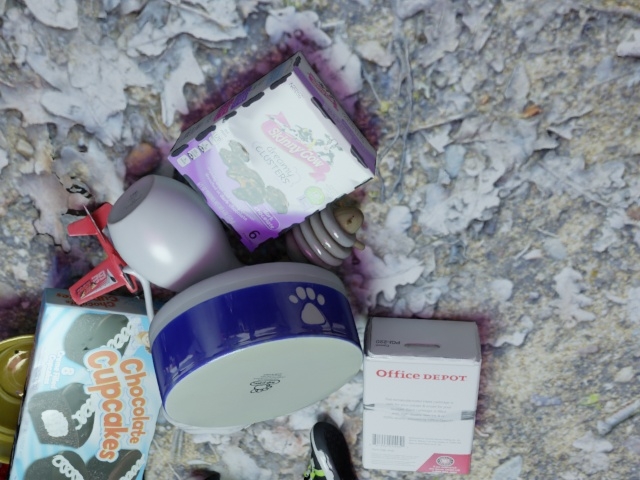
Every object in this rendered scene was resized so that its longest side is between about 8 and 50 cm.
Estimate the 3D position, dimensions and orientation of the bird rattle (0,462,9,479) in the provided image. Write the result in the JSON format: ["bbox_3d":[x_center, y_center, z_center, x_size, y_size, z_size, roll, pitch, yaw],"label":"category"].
[{"bbox_3d":[-0.550,0.461,1.413,0.207,0.143,0.253,0,120,26],"label":"bird rattle"}]

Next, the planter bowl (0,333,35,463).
[{"bbox_3d":[-0.424,0.214,1.240,0.217,0.090,0.217,-8,115,-17],"label":"planter bowl"}]

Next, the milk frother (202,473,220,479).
[{"bbox_3d":[-0.178,0.469,1.363,0.129,0.135,0.143,35,121,21],"label":"milk frother"}]

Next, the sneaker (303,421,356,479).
[{"bbox_3d":[0.002,0.385,1.320,0.097,0.084,0.235,-9,121,13],"label":"sneaker"}]

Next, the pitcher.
[{"bbox_3d":[-0.191,0.030,1.091,0.178,0.125,0.207,-39,119,7],"label":"pitcher"}]

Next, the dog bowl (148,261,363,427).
[{"bbox_3d":[-0.082,0.140,1.084,0.265,0.104,0.265,-13,150,-8],"label":"dog bowl"}]

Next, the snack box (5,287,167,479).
[{"bbox_3d":[-0.324,0.231,1.197,0.187,0.060,0.322,9,109,-23],"label":"snack box"}]

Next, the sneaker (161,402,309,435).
[{"bbox_3d":[-0.111,0.238,1.253,0.232,0.090,0.115,-8,147,2],"label":"sneaker"}]

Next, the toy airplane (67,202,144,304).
[{"bbox_3d":[-0.281,0.017,1.127,0.151,0.028,0.151,-3,98,-22],"label":"toy airplane"}]

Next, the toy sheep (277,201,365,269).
[{"bbox_3d":[0.000,0.000,1.079,0.132,0.091,0.091,-38,111,16],"label":"toy sheep"}]

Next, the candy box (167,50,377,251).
[{"bbox_3d":[-0.056,-0.104,1.027,0.196,0.070,0.165,-31,113,23],"label":"candy box"}]

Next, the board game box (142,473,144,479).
[{"bbox_3d":[-0.382,0.342,1.352,0.194,0.060,0.194,7,123,3],"label":"board game box"}]

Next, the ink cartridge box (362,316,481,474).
[{"bbox_3d":[0.139,0.220,1.197,0.158,0.092,0.218,2,124,5],"label":"ink cartridge box"}]
